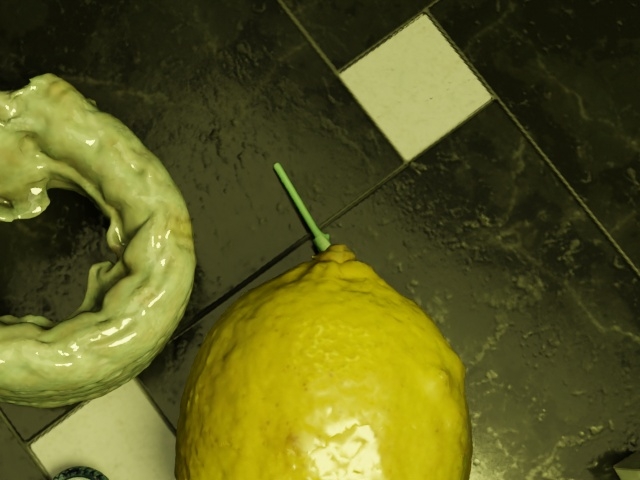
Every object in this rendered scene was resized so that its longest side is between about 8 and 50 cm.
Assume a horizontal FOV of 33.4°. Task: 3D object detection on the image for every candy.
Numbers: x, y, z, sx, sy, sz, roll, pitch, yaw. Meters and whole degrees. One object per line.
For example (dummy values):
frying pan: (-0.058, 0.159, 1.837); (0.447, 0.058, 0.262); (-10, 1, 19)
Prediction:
candy: (0.000, 0.000, 1.090); (0.062, 0.058, 0.193); (-24, 73, -17)

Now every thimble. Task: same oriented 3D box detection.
thimble: (-0.263, 0.006, 0.991); (0.292, 0.195, 0.291); (2, 76, -8)

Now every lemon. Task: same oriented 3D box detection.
lemon: (0.008, 0.167, 0.951); (0.268, 0.268, 0.321); (16, 78, -1)

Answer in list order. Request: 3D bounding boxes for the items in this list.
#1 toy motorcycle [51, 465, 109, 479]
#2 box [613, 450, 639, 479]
toy motorcycle: (-0.176, 0.320, 0.993); (0.254, 0.092, 0.135); (33, 88, 11)
box: (0.353, 0.281, 1.042); (0.040, 0.084, 0.154); (-29, 83, -11)
